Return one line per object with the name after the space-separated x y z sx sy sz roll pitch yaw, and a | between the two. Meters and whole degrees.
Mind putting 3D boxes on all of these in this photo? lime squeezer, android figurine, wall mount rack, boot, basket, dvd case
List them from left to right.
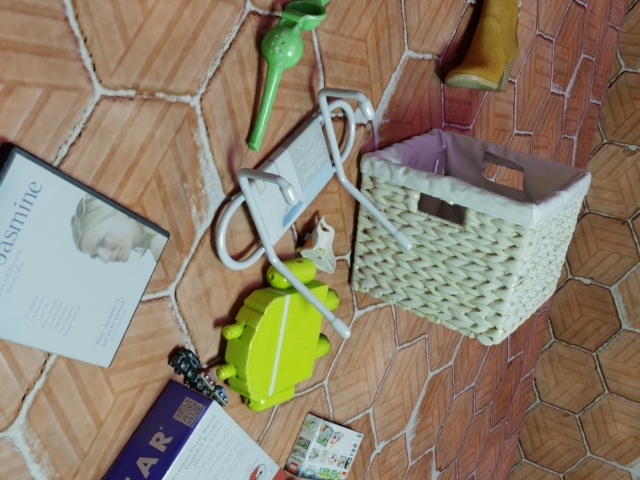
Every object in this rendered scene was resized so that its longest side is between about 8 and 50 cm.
-0.277 0.029 0.784 0.253 0.022 0.180 38 73 -57 | dvd case
-0.065 0.152 1.151 0.273 0.056 0.248 -11 114 -56 | android figurine
-0.025 -0.275 1.000 0.310 0.059 0.110 -63 147 -17 | lime squeezer
0.011 -0.042 1.093 0.350 0.130 0.304 -50 140 -31 | wall mount rack
0.271 -0.025 1.344 0.331 0.328 0.266 -26 130 -51 | basket
0.331 -0.410 1.470 0.295 0.104 0.211 -17 114 -60 | boot

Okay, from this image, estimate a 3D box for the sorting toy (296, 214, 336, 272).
0.000 0.000 1.195 0.075 0.045 0.083 -67 149 -22 | sorting toy

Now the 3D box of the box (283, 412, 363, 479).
0.011 0.408 1.418 0.207 0.036 0.114 41 70 -57 | box

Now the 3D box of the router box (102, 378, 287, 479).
-0.210 0.412 1.025 0.335 0.082 0.301 -57 146 -23 | router box

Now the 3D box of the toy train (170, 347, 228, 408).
-0.169 0.199 1.040 0.036 0.027 0.158 -66 150 -32 | toy train
